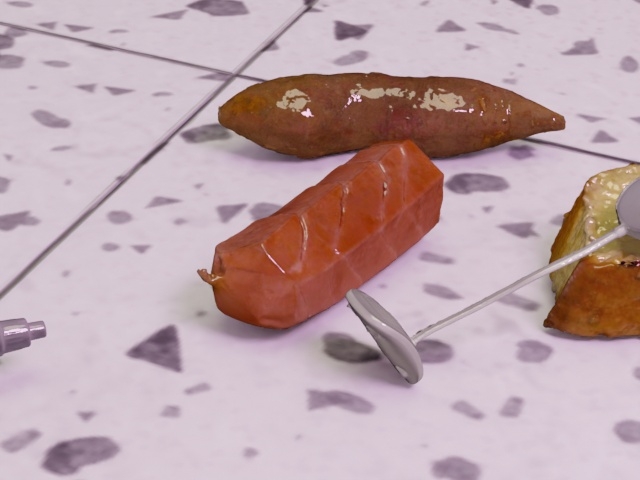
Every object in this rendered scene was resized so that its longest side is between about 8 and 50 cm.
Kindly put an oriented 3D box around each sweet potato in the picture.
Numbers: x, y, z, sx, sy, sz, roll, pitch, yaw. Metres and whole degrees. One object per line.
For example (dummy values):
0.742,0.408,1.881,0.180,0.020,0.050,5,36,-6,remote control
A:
0.044,-0.080,1.207,0.218,0.051,0.065,-1,28,-5,sweet potato

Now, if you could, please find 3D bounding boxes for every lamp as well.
0.111,0.007,1.002,0.198,0.056,0.050,-29,36,-5,lamp

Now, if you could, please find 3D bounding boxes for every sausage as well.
0.001,0.000,1.064,0.065,0.065,0.169,22,38,30,sausage

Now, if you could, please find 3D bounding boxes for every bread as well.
0.209,0.004,1.073,0.187,0.065,0.103,-5,38,-7,bread

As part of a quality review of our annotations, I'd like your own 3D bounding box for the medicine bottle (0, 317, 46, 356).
-0.233,0.063,0.957,0.199,0.057,0.057,-11,34,-20,medicine bottle
